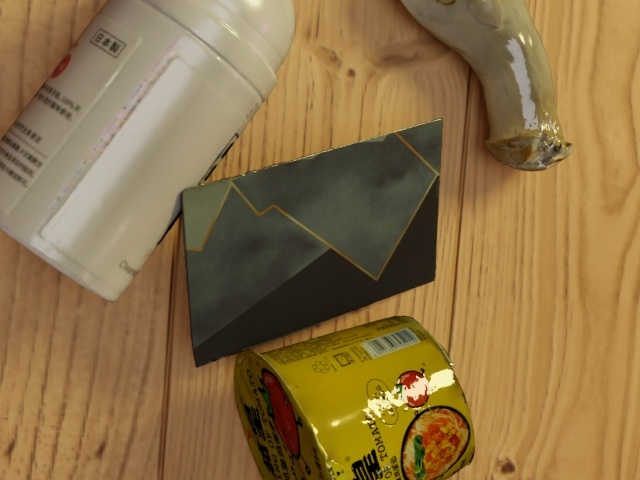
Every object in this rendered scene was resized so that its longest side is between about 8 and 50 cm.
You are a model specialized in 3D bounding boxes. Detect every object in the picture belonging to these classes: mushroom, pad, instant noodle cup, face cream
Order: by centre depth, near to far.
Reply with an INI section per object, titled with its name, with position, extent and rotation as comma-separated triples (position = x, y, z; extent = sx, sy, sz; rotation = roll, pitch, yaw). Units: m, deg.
[face cream]
position = -0.105, -0.140, 0.956
extent = 0.145, 0.145, 0.369
rotation = 38, 87, -15
[pad]
position = 0.000, 0.000, 1.012
extent = 0.243, 0.004, 0.163
rotation = -18, 124, -26
[instant noodle cup]
position = 0.033, 0.149, 1.017
extent = 0.144, 0.182, 0.182
rotation = -21, 101, -21
[mushroom]
position = 0.147, -0.160, 1.059
extent = 0.092, 0.081, 0.223
rotation = -39, 107, -27
